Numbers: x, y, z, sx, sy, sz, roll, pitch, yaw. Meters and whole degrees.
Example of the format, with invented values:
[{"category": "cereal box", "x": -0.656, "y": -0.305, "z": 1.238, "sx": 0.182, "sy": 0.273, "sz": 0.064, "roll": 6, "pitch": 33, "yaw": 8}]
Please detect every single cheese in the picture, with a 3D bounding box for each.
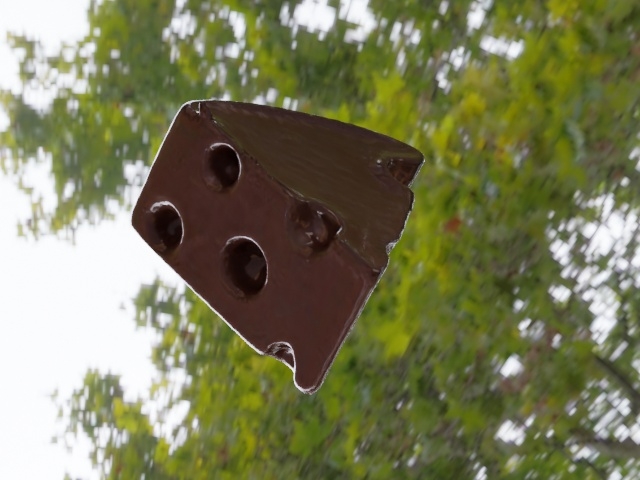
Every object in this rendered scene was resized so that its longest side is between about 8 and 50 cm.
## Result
[{"category": "cheese", "x": 0.002, "y": -0.014, "z": 1.197, "sx": 0.203, "sy": 0.128, "sz": 0.177, "roll": 41, "pitch": -147, "yaw": 25}]
